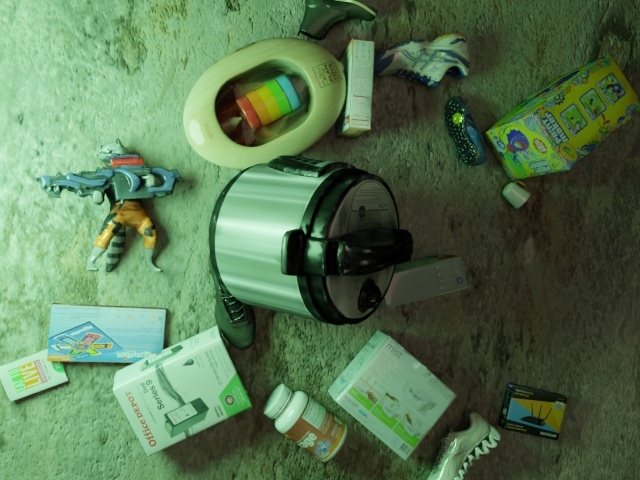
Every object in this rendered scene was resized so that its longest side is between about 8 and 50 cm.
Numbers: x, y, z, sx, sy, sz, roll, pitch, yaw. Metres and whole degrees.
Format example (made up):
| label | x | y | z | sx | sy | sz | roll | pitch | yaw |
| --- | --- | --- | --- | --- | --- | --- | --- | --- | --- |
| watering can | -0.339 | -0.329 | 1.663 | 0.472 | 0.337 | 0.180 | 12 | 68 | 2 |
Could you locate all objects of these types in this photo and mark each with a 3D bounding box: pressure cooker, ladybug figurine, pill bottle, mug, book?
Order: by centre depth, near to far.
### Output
| label | x | y | z | sx | sy | sz | roll | pitch | yaw |
| --- | --- | --- | --- | --- | --- | --- | --- | --- | --- |
| pressure cooker | 0.001 | 0.006 | 1.394 | 0.370 | 0.420 | 0.376 | -57 | 138 | -30 |
| book | -0.729 | 0.338 | 1.509 | 0.144 | 0.035 | 0.096 | -20 | 96 | -13 |
| ladybug figurine | -0.140 | -0.350 | 1.546 | 0.449 | 0.162 | 0.305 | -25 | 96 | -9 |
| pill bottle | -0.043 | 0.485 | 1.592 | 0.216 | 0.121 | 0.121 | 38 | 84 | -8 |
| mug | 0.571 | -0.138 | 1.743 | 0.064 | 0.078 | 0.062 | 39 | 116 | 0 |

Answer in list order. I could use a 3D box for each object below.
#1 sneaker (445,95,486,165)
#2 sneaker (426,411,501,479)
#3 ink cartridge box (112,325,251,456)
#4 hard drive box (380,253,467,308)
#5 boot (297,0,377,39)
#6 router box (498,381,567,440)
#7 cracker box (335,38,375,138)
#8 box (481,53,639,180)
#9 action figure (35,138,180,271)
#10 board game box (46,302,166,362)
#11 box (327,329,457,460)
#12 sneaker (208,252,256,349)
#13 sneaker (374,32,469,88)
| label | x | y | z | sx | sy | sz | roll | pitch | yaw |
| --- | --- | --- | --- | --- | --- | --- | --- | --- | --- |
| sneaker | 0.422 | -0.314 | 1.711 | 0.082 | 0.069 | 0.210 | -14 | 83 | -43 |
| sneaker | 0.376 | 0.612 | 1.688 | 0.292 | 0.110 | 0.118 | -41 | 90 | -16 |
| ink cartridge box | -0.351 | 0.383 | 1.521 | 0.289 | 0.121 | 0.211 | -25 | 104 | -10 |
| hard drive box | 0.252 | 0.107 | 1.615 | 0.232 | 0.181 | 0.089 | -14 | 93 | -11 |
| boot | 0.044 | -0.600 | 1.632 | 0.197 | 0.077 | 0.137 | 18 | 92 | 3 |
| router box | 0.628 | 0.506 | 1.757 | 0.178 | 0.046 | 0.133 | 14 | 88 | -10 |
| cracker box | 0.091 | -0.400 | 1.593 | 0.067 | 0.155 | 0.233 | 3 | 90 | -11 |
| box | 0.652 | -0.325 | 1.631 | 0.279 | 0.290 | 0.177 | -38 | 97 | -9 |
| action figure | -0.534 | -0.087 | 1.473 | 0.341 | 0.178 | 0.331 | 2 | 85 | -35 |
| board game box | -0.547 | 0.240 | 1.530 | 0.281 | 0.027 | 0.145 | 5 | 89 | -17 |
| box | 0.197 | 0.420 | 1.634 | 0.262 | 0.127 | 0.231 | 41 | 83 | -8 |
| sneaker | -0.233 | 0.152 | 1.550 | 0.108 | 0.130 | 0.287 | -16 | 95 | -12 |
| sneaker | 0.284 | -0.486 | 1.652 | 0.296 | 0.112 | 0.131 | -15 | 93 | -10 |
